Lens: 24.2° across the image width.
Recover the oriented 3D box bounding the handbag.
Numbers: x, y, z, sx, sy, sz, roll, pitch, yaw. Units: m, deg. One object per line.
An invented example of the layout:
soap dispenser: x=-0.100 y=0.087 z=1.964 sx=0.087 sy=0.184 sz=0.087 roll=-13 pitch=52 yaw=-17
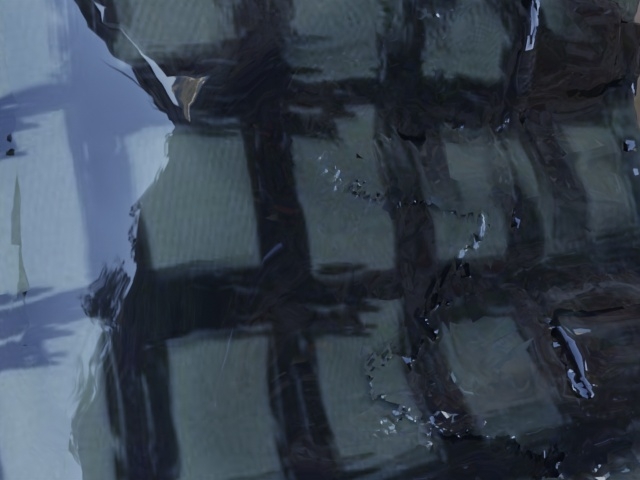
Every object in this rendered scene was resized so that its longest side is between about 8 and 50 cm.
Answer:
handbag: x=0.000 y=0.000 z=0.618 sx=0.162 sy=0.327 sz=0.325 roll=130 pitch=134 yaw=-73
